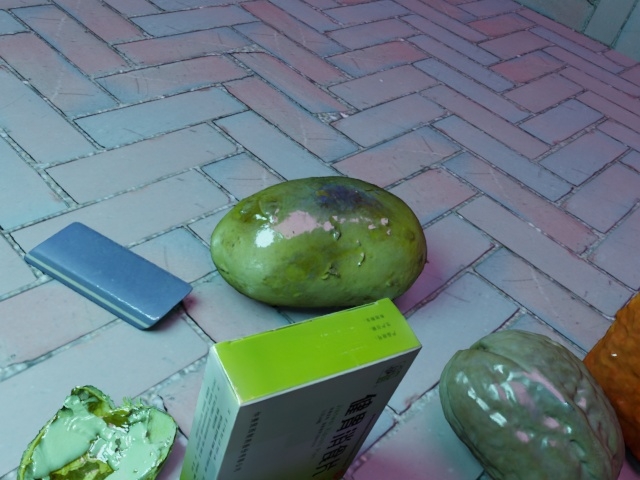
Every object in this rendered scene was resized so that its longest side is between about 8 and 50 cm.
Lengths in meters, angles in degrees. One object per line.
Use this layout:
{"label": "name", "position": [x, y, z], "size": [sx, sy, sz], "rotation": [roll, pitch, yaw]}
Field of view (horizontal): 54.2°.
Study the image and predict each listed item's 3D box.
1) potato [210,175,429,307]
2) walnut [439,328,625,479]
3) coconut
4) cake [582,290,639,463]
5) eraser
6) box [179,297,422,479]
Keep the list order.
{"label": "potato", "position": [0.000, 0.000, 0.875], "size": [0.308, 0.173, 0.210], "rotation": [-4, 45, -27]}
{"label": "walnut", "position": [0.252, 0.209, 0.730], "size": [0.178, 0.178, 0.230], "rotation": [-22, 65, -38]}
{"label": "coconut", "position": [-0.228, 0.214, 0.635], "size": [0.158, 0.055, 0.133], "rotation": [-13, 46, -33]}
{"label": "cake", "position": [0.548, 0.162, 0.804], "size": [0.320, 0.269, 0.269], "rotation": [-14, 48, -30]}
{"label": "eraser", "position": [-0.283, 0.043, 0.831], "size": [0.225, 0.036, 0.082], "rotation": [27, 40, 13]}
{"label": "box", "position": [-0.030, 0.174, 0.590], "size": [0.175, 0.260, 0.062], "rotation": [-11, 50, -29]}
